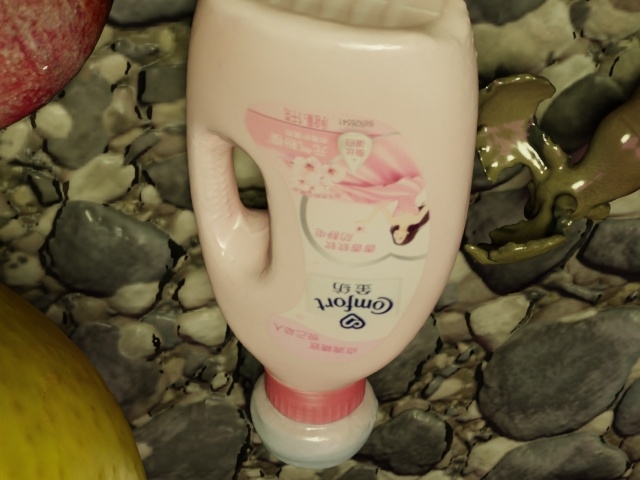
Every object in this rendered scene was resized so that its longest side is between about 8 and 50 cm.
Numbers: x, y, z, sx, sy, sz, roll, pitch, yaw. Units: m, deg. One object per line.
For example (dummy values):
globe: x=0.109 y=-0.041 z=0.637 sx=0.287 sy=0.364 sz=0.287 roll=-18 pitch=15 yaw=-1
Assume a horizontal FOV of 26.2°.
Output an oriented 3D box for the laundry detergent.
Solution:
laundry detergent: x=0.000 y=0.000 z=0.780 sx=0.159 sy=0.088 sz=0.335 roll=15 pitch=134 yaw=12

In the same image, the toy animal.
toy animal: x=0.180 y=-0.059 z=0.807 sx=0.186 sy=0.094 sz=0.214 roll=26 pitch=105 yaw=-47

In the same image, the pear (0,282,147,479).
pear: x=-0.263 y=0.160 z=0.654 sx=0.362 sy=0.362 sz=0.418 roll=-4 pitch=157 yaw=-18

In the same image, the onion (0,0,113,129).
onion: x=-0.173 y=-0.132 z=0.560 sx=0.159 sy=0.159 sz=0.195 roll=-27 pitch=140 yaw=3
